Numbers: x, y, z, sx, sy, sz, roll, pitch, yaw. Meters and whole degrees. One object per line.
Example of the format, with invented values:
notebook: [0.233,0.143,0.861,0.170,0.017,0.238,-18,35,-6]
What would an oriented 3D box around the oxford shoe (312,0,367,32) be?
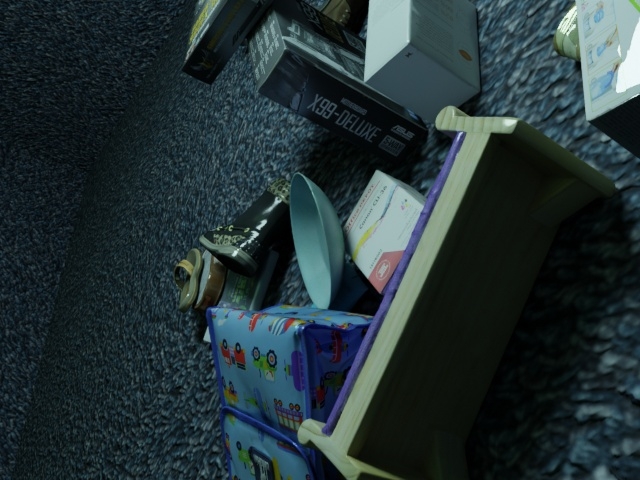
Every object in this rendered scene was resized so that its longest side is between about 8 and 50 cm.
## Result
oxford shoe: [0.055,-0.441,1.290,0.227,0.083,0.096,-41,58,36]

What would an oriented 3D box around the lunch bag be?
lunch bag: [-0.035,0.234,0.833,0.221,0.138,0.293,0,89,52]

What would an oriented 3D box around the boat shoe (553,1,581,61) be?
boat shoe: [0.304,-0.261,0.704,0.153,0.056,0.048,-60,37,13]

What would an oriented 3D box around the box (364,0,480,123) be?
box: [0.139,-0.271,0.920,0.091,0.130,0.170,-33,41,46]

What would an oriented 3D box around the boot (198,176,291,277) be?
boot: [-0.122,-0.029,1.226,0.178,0.085,0.236,-51,23,-10]

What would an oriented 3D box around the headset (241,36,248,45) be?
headset: [-0.165,-0.602,1.671,0.185,0.243,0.394,-30,4,-21]

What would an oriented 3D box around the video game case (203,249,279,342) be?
video game case: [-0.151,0.108,1.253,0.173,0.022,0.190,-2,67,60]

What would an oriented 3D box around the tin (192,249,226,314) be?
tin: [-0.226,0.068,1.380,0.106,0.040,0.189,-53,24,30]

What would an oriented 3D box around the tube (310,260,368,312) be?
tube: [-0.010,0.127,0.961,0.207,0.052,0.080,-53,36,12]

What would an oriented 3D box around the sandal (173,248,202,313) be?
sandal: [-0.280,0.075,1.387,0.072,0.049,0.180,-57,21,32]

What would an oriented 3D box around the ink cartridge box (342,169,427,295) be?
ink cartridge box: [0.091,-0.013,0.867,0.115,0.067,0.198,-60,27,12]

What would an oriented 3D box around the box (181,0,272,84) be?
box: [-0.132,-0.384,1.049,0.231,0.056,0.183,-39,38,41]

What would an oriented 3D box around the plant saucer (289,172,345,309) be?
plant saucer: [0.000,0.000,0.920,0.195,0.038,0.194,169,90,-76]

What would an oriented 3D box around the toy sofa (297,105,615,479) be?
toy sofa: [0.117,0.062,0.670,0.177,0.150,0.362,23,89,62]

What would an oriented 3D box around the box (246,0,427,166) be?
box: [0.010,-0.264,1.026,0.076,0.242,0.307,-52,29,26]

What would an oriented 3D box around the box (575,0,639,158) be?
box: [0.299,-0.178,0.578,0.103,0.114,0.203,-31,42,48]
